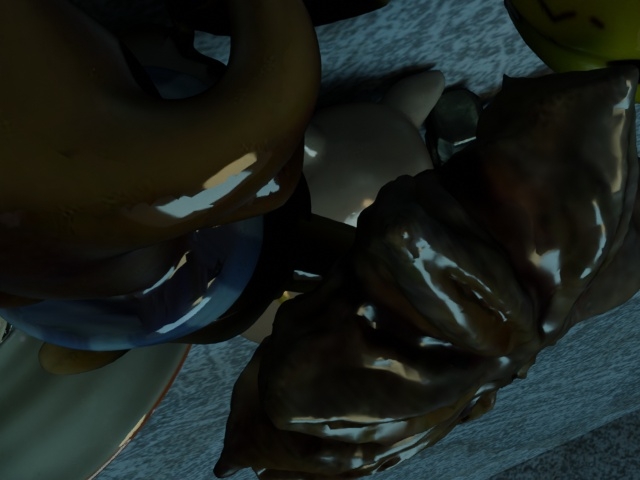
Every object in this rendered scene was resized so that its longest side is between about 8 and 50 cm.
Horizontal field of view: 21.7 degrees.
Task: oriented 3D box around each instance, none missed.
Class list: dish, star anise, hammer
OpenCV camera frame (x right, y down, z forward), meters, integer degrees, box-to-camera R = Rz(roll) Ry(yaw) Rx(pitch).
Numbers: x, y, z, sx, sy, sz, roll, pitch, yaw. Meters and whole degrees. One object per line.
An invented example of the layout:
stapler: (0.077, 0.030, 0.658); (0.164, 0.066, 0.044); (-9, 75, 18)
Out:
dish: (-0.191, 0.050, 1.057); (0.260, 0.260, 0.085); (-31, 128, 23)
star anise: (0.079, 0.017, 0.847); (0.315, 0.108, 0.315); (-38, 160, -16)
hammer: (0.256, -0.120, 1.268); (0.365, 0.043, 0.111); (-16, 162, -2)

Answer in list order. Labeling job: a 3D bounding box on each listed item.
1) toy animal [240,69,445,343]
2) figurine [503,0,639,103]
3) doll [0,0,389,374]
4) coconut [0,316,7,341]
toy animal: (0.001, -0.002, 1.204); (0.165, 0.149, 0.248); (-29, 162, -39)
figurine: (0.158, -0.187, 0.791); (0.169, 0.218, 0.326); (-34, 150, -35)
doll: (-0.102, -0.056, 0.833); (0.318, 0.209, 0.340); (-28, 164, 9)
coconut: (-0.266, 0.032, 0.932); (0.194, 0.194, 0.194); (-20, 161, -7)
